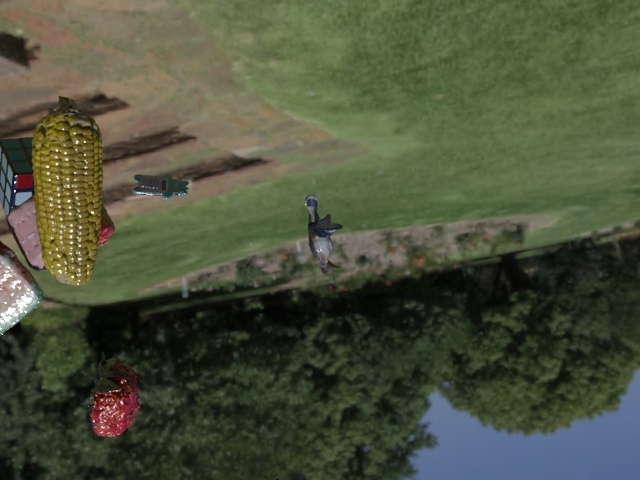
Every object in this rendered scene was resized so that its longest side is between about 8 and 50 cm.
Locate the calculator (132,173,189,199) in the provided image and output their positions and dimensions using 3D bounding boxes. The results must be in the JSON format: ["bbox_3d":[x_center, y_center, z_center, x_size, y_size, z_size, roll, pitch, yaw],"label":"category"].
[{"bbox_3d":[-0.407,-0.139,2.041,0.141,0.094,0.019,4,135,-13],"label":"calculator"}]

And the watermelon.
[{"bbox_3d":[-0.653,0.053,1.478,0.192,0.257,0.140,-30,-146,-8],"label":"watermelon"}]

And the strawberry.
[{"bbox_3d":[-0.472,0.391,1.852,0.097,0.228,0.174,3,-150,-1],"label":"strawberry"}]

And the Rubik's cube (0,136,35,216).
[{"bbox_3d":[-0.721,-0.155,2.017,0.162,0.160,0.163,-7,134,-35],"label":"Rubik's cube"}]

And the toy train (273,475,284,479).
[{"bbox_3d":[-0.052,0.418,0.982,0.055,0.252,0.048,-25,149,31],"label":"toy train"}]

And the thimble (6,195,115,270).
[{"bbox_3d":[-0.500,-0.030,1.547,0.163,0.125,0.189,-31,178,28],"label":"thimble"}]

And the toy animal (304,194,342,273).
[{"bbox_3d":[0.003,0.001,1.817,0.070,0.202,0.105,-22,-140,-16],"label":"toy animal"}]

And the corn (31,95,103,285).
[{"bbox_3d":[-0.348,-0.067,1.105,0.097,0.262,0.097,1,-169,0],"label":"corn"}]
